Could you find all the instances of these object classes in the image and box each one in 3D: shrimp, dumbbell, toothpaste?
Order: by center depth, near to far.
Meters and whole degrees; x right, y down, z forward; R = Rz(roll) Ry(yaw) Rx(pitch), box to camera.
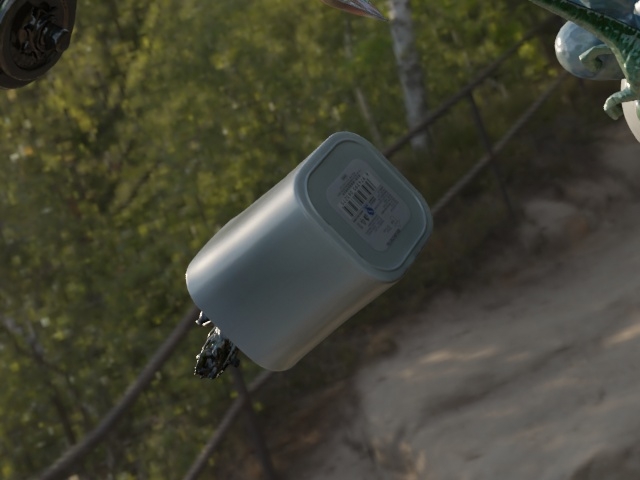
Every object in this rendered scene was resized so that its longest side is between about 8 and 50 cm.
[{"bbox_3d":[-0.076,0.056,0.999,0.091,0.034,0.161,-21,41,53],"label":"shrimp"},{"bbox_3d":[0.018,-0.264,1.196,0.067,0.043,0.194,20,16,-20],"label":"toothpaste"},{"bbox_3d":[-0.448,-0.315,1.493,0.290,0.192,0.192,26,20,19],"label":"dumbbell"}]

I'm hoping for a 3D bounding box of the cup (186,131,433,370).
[{"bbox_3d":[0.000,0.000,0.708,0.129,0.095,0.128,-39,7,44],"label":"cup"}]

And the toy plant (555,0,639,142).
[{"bbox_3d":[0.434,-0.285,1.483,0.247,0.332,0.247,-36,30,24],"label":"toy plant"}]

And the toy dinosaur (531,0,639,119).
[{"bbox_3d":[0.341,-0.222,1.372,0.129,0.383,0.076,108,-175,-49],"label":"toy dinosaur"}]
